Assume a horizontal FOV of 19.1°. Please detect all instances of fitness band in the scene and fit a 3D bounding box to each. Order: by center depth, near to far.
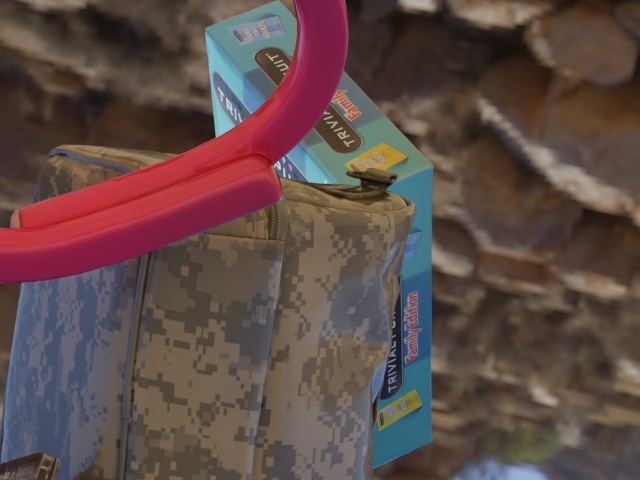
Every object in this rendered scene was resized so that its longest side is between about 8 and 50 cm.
[{"bbox_3d":[-0.125,-0.087,1.029,0.291,0.209,0.054,-20,-144,1],"label":"fitness band"}]

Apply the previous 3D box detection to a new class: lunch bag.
[{"bbox_3d":[-0.064,0.094,1.296,0.256,0.305,0.212,4,-174,-30],"label":"lunch bag"}]

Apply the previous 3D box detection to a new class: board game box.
[{"bbox_3d":[0.000,0.000,1.658,0.079,0.336,0.254,-23,-133,-19],"label":"board game box"}]

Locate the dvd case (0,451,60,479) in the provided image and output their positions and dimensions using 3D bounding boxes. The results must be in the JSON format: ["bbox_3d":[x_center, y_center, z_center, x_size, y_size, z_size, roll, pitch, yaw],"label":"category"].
[{"bbox_3d":[-0.230,0.243,1.159,0.018,0.221,0.164,28,153,-26],"label":"dvd case"}]
